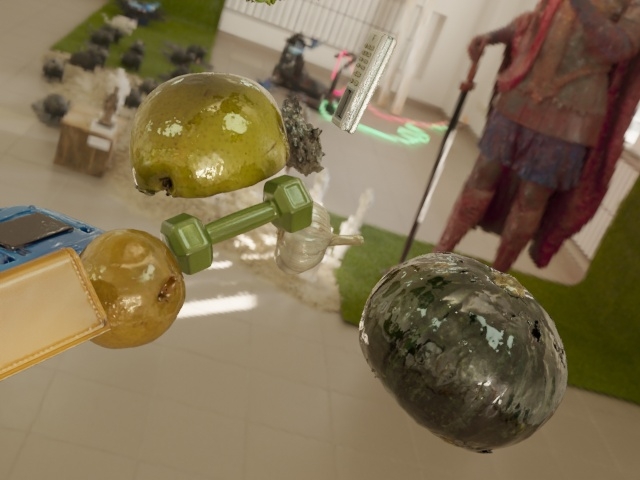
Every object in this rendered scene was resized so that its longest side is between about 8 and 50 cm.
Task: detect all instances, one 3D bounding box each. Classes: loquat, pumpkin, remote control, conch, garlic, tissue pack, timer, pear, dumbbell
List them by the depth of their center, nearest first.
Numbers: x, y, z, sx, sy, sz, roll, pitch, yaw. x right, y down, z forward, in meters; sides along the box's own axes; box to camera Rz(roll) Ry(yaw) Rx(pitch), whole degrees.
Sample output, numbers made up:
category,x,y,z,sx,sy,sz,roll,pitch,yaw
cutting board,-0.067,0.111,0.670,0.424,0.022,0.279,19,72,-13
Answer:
category,x,y,z,sx,sy,sz,roll,pitch,yaw
tissue pack,-0.478,0.131,1.147,0.275,0.194,0.145,-24,91,-41
loquat,-0.333,0.083,1.371,0.208,0.208,0.208,18,22,-8
timer,-0.548,0.036,1.526,0.309,0.115,0.340,20,20,16
dumbbell,-0.158,-0.034,1.566,0.302,0.108,0.121,-22,81,-25
pumpkin,0.294,0.215,1.648,0.454,0.344,0.454,38,13,-10
pear,-0.235,-0.254,1.712,0.341,0.191,0.386,11,36,21
garlic,0.000,0.000,2.048,0.226,0.199,0.199,10,24,-17
remote control,0.114,-0.431,2.185,0.056,0.277,0.103,21,14,-20
conch,-0.083,-0.297,2.399,0.313,0.186,0.240,10,-33,51

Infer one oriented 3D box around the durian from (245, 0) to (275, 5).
category,x,y,z,sx,sy,sz,roll,pitch,yaw
durian,-0.054,-0.547,1.520,0.237,0.176,0.200,-10,0,13
